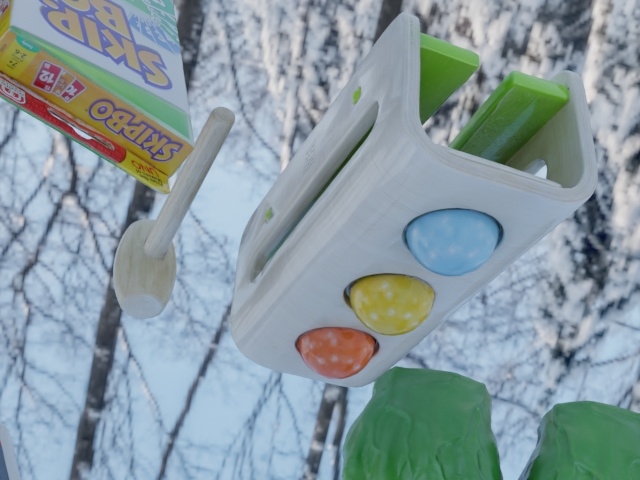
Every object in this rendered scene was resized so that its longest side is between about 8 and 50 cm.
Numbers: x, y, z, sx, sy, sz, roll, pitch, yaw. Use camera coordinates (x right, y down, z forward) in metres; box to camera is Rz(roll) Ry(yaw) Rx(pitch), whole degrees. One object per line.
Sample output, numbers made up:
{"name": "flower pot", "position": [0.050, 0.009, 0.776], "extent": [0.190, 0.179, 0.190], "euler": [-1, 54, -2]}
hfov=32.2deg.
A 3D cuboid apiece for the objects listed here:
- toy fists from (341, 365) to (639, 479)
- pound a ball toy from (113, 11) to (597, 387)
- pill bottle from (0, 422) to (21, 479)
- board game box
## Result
{"name": "toy fists", "position": [0.155, 0.198, 0.904], "extent": [0.279, 0.096, 0.142], "euler": [12, -148, 5]}
{"name": "pound a ball toy", "position": [0.000, 0.000, 0.722], "extent": [0.208, 0.319, 0.136], "euler": [15, -125, -20]}
{"name": "pill bottle", "position": [-0.219, 0.205, 0.658], "extent": [0.108, 0.108, 0.180], "euler": [-1, -125, -36]}
{"name": "board game box", "position": [-0.143, -0.132, 0.690], "extent": [0.124, 0.039, 0.259], "euler": [32, -154, -29]}
